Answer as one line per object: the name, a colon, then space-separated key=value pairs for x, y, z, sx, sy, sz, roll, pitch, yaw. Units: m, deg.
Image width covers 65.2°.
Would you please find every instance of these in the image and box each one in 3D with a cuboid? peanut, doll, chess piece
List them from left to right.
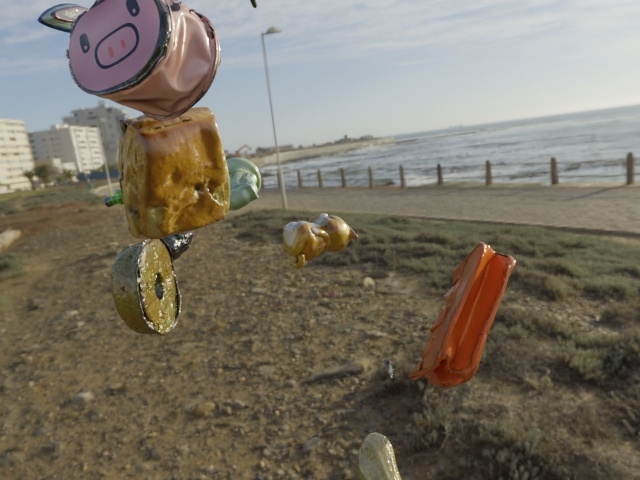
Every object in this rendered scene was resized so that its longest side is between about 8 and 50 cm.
doll: x=-0.553 y=-0.130 z=1.431 sx=0.115 sy=0.050 sz=0.190 roll=-16 pitch=15 yaw=9
chess piece: x=-0.298 y=-0.177 z=1.759 sx=0.176 sy=0.175 sz=0.298 roll=-8 pitch=24 yaw=-2
doll: x=-0.012 y=-0.014 z=1.875 sx=0.270 sy=0.162 sz=0.167 roll=-20 pitch=13 yaw=-27
peanut: x=0.142 y=0.562 z=1.186 sx=0.099 sy=0.090 sz=0.214 roll=-2 pitch=41 yaw=-14

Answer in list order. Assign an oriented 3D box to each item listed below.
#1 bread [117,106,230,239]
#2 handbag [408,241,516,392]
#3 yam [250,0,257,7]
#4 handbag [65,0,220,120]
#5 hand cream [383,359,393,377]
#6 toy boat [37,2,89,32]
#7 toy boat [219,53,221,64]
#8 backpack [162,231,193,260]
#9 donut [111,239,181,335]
bread: x=-0.265 y=-0.124 z=0.936 sx=0.211 sy=0.234 sz=0.099 roll=-21 pitch=32 yaw=-40
handbag: x=0.414 y=0.230 z=1.469 sx=0.116 sy=0.410 sz=0.303 roll=27 pitch=-23 yaw=7
yam: x=-0.210 y=-0.752 z=1.479 sx=0.027 sy=0.029 sz=0.234 roll=1 pitch=-2 yaw=3
handbag: x=-0.270 y=-0.289 z=0.770 sx=0.205 sy=0.179 sz=0.116 roll=-25 pitch=-12 yaw=22
hand cream: x=0.207 y=0.386 z=1.523 sx=0.019 sy=0.093 sz=0.030 roll=1 pitch=53 yaw=20
toy boat: x=-0.665 y=-0.596 z=1.337 sx=0.046 sy=0.080 sz=0.229 roll=-13 pitch=21 yaw=15
toy boat: x=-0.437 y=-0.698 z=1.826 sx=0.186 sy=0.077 sz=0.075 roll=27 pitch=25 yaw=12
backpack: x=-0.523 y=0.003 z=1.760 sx=0.120 sy=0.105 sz=0.165 roll=22 pitch=23 yaw=-8
donut: x=-0.476 y=0.130 z=1.362 sx=0.107 sy=0.271 sz=0.272 roll=-9 pitch=11 yaw=8
